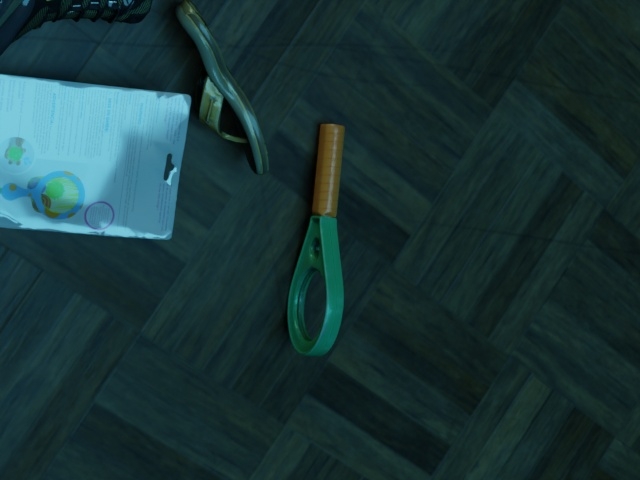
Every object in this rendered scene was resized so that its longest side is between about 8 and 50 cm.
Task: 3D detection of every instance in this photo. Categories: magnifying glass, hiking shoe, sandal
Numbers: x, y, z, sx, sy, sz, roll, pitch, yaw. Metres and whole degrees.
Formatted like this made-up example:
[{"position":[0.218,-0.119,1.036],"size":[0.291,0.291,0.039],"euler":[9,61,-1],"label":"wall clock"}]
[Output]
[{"position":[0.000,0.000,1.468],"size":[0.026,0.092,0.231],"euler":[8,89,-26],"label":"magnifying glass"},{"position":[-0.203,-0.222,1.292],"size":[0.227,0.086,0.114],"euler":[-45,116,-12],"label":"hiking shoe"},{"position":[-0.100,-0.139,1.383],"size":[0.049,0.072,0.180],"euler":[-28,114,-3],"label":"sandal"}]

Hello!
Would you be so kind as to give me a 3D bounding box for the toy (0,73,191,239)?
[{"position":[-0.244,-0.080,1.324],"size":[0.237,0.056,0.137],"euler":[4,105,-24],"label":"toy"}]
